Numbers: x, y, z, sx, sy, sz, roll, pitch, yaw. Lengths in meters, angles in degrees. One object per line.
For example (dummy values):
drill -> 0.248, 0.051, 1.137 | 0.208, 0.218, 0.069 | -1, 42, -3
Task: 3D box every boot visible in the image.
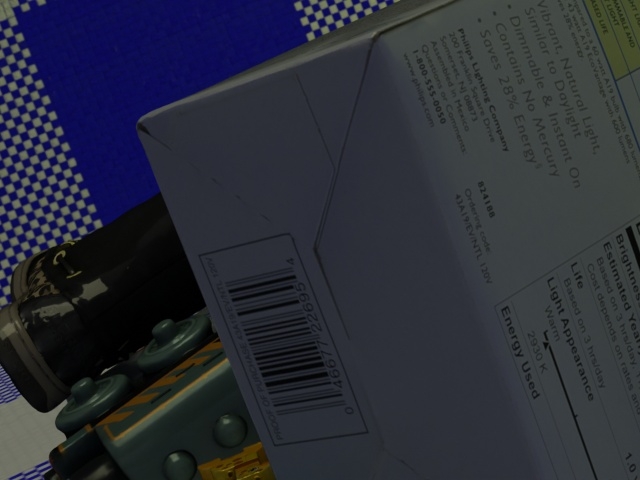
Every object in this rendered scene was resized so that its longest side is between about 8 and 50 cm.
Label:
boot -> -0.162, 0.018, 1.878 | 0.284, 0.138, 0.377 | -34, 4, 7

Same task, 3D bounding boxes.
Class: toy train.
toy train -> -0.088, 0.137, 1.666 | 0.334, 0.142, 0.190 | -34, 14, -8

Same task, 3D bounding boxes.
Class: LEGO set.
LEGO set -> -0.022, 0.185, 1.457 | 0.227, 0.087, 0.093 | -23, 8, -2

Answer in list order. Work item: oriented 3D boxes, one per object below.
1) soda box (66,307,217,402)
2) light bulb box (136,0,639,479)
soda box -> -0.135, 0.141, 2.035 | 0.098, 0.091, 0.286 | -17, 9, 35
light bulb box -> 0.129, 0.003, 1.287 | 0.225, 0.358, 0.361 | -13, 11, 45
